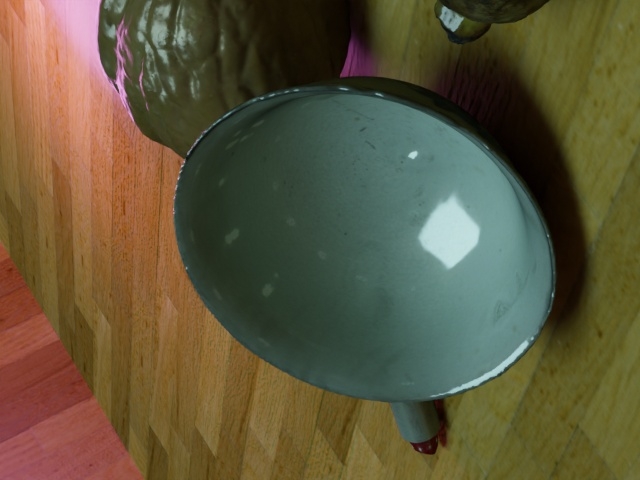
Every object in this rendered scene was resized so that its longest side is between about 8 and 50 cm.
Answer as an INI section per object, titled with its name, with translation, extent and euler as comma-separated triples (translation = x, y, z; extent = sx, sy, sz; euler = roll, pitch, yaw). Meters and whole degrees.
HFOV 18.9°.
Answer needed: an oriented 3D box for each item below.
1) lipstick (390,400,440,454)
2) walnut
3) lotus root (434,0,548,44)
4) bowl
[lipstick]
translation = 0.087, 0.150, 1.891
extent = 0.057, 0.063, 0.186
euler = -93, -14, -51
[walnut]
translation = -0.085, -0.187, 1.688
extent = 0.225, 0.225, 0.261
euler = 49, 158, 35
[lotus root]
translation = 0.111, -0.210, 1.268
extent = 0.138, 0.138, 0.214
euler = 57, 160, 19
[bowl]
translation = 0.051, -0.030, 1.569
extent = 0.313, 0.146, 0.313
euler = 10, 130, 13
